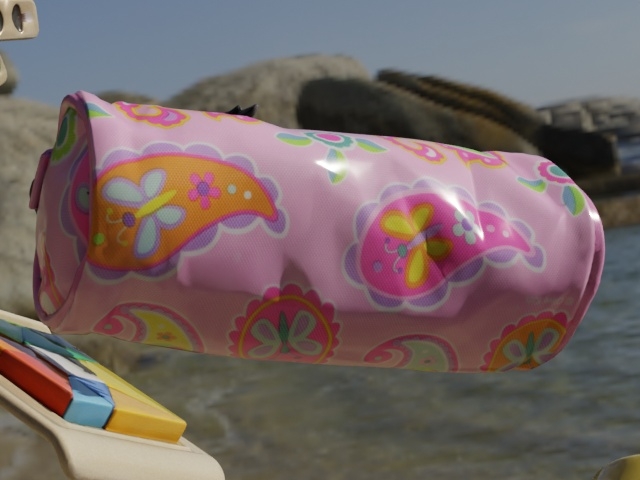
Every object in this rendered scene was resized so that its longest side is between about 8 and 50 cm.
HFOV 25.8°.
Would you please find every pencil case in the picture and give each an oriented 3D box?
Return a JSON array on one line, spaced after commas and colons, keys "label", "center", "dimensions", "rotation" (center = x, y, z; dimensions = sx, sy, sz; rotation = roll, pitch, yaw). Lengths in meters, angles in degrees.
[{"label": "pencil case", "center": [0.000, 0.000, 0.708], "dimensions": [0.284, 0.124, 0.124], "rotation": [5, -2, -23]}]

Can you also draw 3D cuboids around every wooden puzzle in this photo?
[{"label": "wooden puzzle", "center": [-0.201, 0.111, 1.086], "dimensions": [0.238, 0.044, 0.221], "rotation": [34, 3, 29]}]

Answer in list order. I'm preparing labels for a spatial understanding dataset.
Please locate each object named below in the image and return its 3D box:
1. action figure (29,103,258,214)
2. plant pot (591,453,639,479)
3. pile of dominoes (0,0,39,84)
[{"label": "action figure", "center": [-0.099, -0.022, 1.050], "dimensions": [0.164, 0.141, 0.275], "rotation": [-50, -15, 14]}, {"label": "plant pot", "center": [0.265, 0.309, 1.091], "dimensions": [0.254, 0.254, 0.239], "rotation": [-6, 46, 34]}, {"label": "pile of dominoes", "center": [-0.262, -0.203, 0.855], "dimensions": [0.040, 0.251, 0.196], "rotation": [-2, 28, 33]}]
